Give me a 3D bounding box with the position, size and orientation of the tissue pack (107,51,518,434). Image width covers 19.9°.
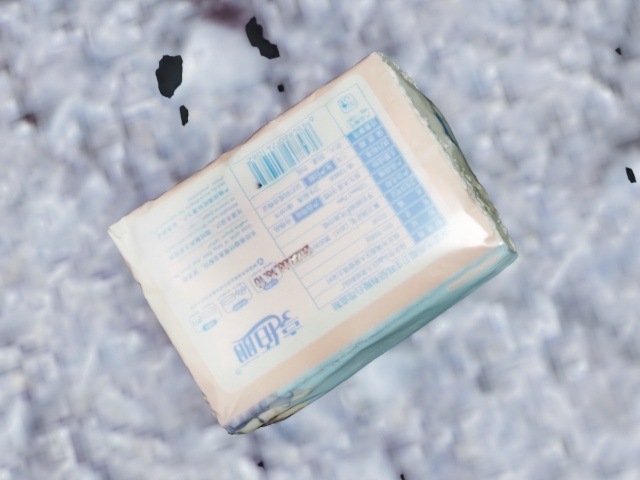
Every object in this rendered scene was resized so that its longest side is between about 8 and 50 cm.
[{"bbox_3d":[0.000,0.000,0.511,0.094,0.059,0.074,-33,79,8],"label":"tissue pack"}]
